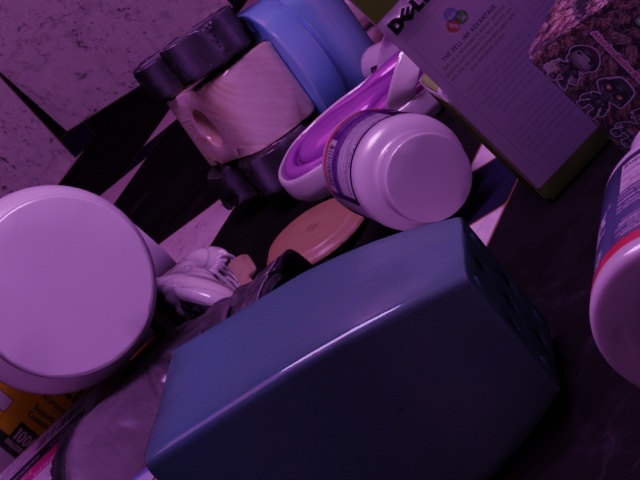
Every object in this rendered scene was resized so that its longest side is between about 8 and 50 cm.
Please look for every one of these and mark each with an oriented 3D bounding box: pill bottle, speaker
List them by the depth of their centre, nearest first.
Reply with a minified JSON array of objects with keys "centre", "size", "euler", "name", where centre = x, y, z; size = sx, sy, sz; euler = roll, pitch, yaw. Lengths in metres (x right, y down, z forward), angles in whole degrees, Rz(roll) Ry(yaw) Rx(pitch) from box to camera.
[{"centre":[0.213,-0.002,0.968],"size":[0.108,0.108,0.180],"euler":[-39,15,30],"name":"pill bottle"},{"centre":[0.073,-0.066,1.557],"size":[0.108,0.108,0.193],"euler":[-49,14,-3],"name":"pill bottle"},{"centre":[-0.280,0.052,1.731],"size":[0.210,0.210,0.363],"euler":[-50,9,-11],"name":"pill bottle"},{"centre":[0.098,-0.219,2.007],"size":[0.055,0.055,0.136],"euler":[-52,15,-17],"name":"speaker"},{"centre":[-0.328,0.121,2.084],"size":[0.334,0.188,0.188],"euler":[-50,14,-8],"name":"pill bottle"}]

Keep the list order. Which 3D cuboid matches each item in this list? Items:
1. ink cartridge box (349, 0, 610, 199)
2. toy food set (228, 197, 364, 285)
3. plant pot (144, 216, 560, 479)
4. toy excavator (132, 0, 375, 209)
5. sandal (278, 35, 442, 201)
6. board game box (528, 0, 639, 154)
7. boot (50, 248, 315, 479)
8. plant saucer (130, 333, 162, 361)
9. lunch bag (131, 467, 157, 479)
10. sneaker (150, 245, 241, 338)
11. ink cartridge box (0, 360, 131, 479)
[{"centre":[0.151,-0.189,1.353],"size":[0.189,0.255,0.097],"euler":[-47,14,3],"name":"ink cartridge box"},{"centre":[0.000,0.000,1.760],"size":[0.192,0.038,0.132],"euler":[-35,21,1],"name":"toy food set"},{"centre":[0.033,0.104,1.130],"size":[0.234,0.165,0.165],"euler":[-36,17,15],"name":"plant pot"},{"centre":[-0.012,-0.254,2.217],"size":[0.445,0.222,0.433],"euler":[-37,10,-17],"name":"toy excavator"},{"centre":[0.098,-0.208,1.841],"size":[0.416,0.102,0.169],"euler":[-46,25,6],"name":"sandal"},{"centre":[0.317,-0.208,1.147],"size":[0.291,0.141,0.232],"euler":[-33,21,47],"name":"board game box"},{"centre":[-0.111,0.134,1.554],"size":[0.223,0.118,0.338],"euler":[-38,18,27],"name":"boot"},{"centre":[-0.243,0.187,1.902],"size":[0.200,0.037,0.200],"euler":[-44,3,3],"name":"plant saucer"},{"centre":[-0.143,0.286,1.249],"size":[0.303,0.115,0.243],"euler":[-42,17,25],"name":"lunch bag"},{"centre":[-0.128,0.056,1.856],"size":[0.118,0.110,0.292],"euler":[-42,13,-13],"name":"sneaker"},{"centre":[-0.258,0.255,1.722],"size":[0.235,0.088,0.193],"euler":[-43,13,15],"name":"ink cartridge box"}]
